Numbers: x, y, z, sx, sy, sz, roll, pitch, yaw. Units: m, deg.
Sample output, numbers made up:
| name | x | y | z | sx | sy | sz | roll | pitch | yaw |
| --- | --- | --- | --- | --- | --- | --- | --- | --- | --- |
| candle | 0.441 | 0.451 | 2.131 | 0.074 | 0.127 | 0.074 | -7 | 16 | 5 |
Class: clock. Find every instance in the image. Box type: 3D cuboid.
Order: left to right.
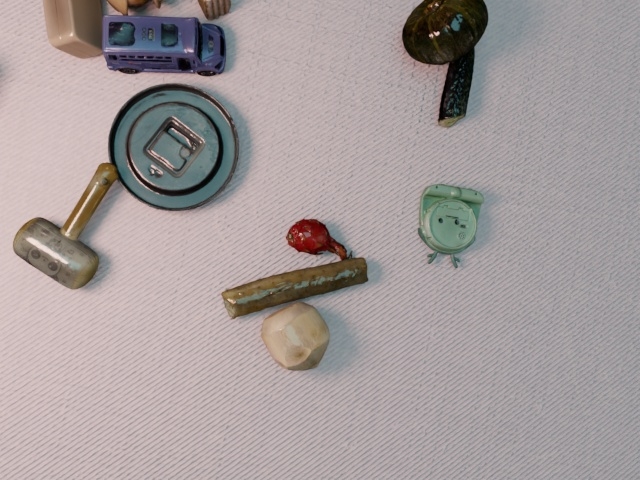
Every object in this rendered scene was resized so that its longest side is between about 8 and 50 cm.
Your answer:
| name | x | y | z | sx | sy | sz | roll | pitch | yaw |
| --- | --- | --- | --- | --- | --- | --- | --- | --- | --- |
| clock | -0.362 | -0.227 | 1.682 | 0.318 | 0.066 | 0.319 | 1 | 86 | -8 |
| clock | 0.335 | -0.036 | 1.758 | 0.159 | 0.066 | 0.211 | 7 | 86 | -6 |

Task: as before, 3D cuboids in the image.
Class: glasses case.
| name | x | y | z | sx | sy | sz | roll | pitch | yaw |
| --- | --- | --- | --- | --- | --- | --- | --- | --- | --- |
| glasses case | -0.605 | -0.621 | 1.633 | 0.076 | 0.144 | 0.337 | -9 | 86 | 16 |

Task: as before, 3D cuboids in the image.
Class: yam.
| name | x | y | z | sx | sy | sz | roll | pitch | yaw |
| --- | --- | --- | --- | --- | --- | --- | --- | --- | --- |
| yam | -0.060 | 0.112 | 1.693 | 0.371 | 0.083 | 0.083 | -15 | 88 | -8 |

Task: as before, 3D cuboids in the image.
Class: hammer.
| name | x | y | z | sx | sy | sz | roll | pitch | yaw |
| --- | --- | --- | --- | --- | --- | --- | --- | --- | --- |
| hammer | -0.573 | -0.050 | 1.610 | 0.202 | 0.113 | 0.305 | 34 | 90 | -7 |

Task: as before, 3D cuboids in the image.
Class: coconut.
| name | x | y | z | sx | sy | sz | roll | pitch | yaw |
| --- | --- | --- | --- | --- | --- | --- | --- | --- | --- |
| coconut | -0.057 | 0.239 | 1.644 | 0.161 | 0.161 | 0.162 | -26 | 91 | -8 |

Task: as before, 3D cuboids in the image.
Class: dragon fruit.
| name | x | y | z | sx | sy | sz | roll | pitch | yaw |
| --- | --- | --- | --- | --- | --- | --- | --- | --- | --- |
| dragon fruit | 0.000 | 0.000 | 1.714 | 0.190 | 0.094 | 0.094 | 19 | 84 | -27 |

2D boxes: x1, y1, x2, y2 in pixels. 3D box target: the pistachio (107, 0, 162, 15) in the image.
| name | x | y | z | sx | sy | sz | roll | pitch | yaw |
| --- | --- | --- | --- | --- | --- | --- | --- | --- | --- |
| pistachio | -0.469 | -0.706 | 1.609 | 0.229 | 0.238 | 0.321 | -16 | 115 | -6 |

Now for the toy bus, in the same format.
| name | x | y | z | sx | sy | sz | roll | pitch | yaw |
| --- | --- | --- | --- | --- | --- | --- | --- | --- | --- |
| toy bus | -0.380 | -0.483 | 1.662 | 0.292 | 0.133 | 0.126 | 0 | 86 | -7 |

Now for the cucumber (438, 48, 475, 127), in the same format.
| name | x | y | z | sx | sy | sz | roll | pitch | yaw |
| --- | --- | --- | --- | --- | --- | --- | --- | --- | --- |
| cucumber | 0.362 | -0.419 | 1.782 | 0.074 | 0.074 | 0.241 | 12 | 84 | -6 |

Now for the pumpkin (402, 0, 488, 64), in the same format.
| name | x | y | z | sx | sy | sz | roll | pitch | yaw |
| --- | --- | --- | --- | --- | --- | --- | --- | --- | --- |
| pumpkin | 0.317 | -0.539 | 1.717 | 0.223 | 0.223 | 0.157 | -44 | 124 | -8 |

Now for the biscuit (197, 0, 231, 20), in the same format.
| name | x | y | z | sx | sy | sz | roll | pitch | yaw |
| --- | --- | --- | --- | --- | --- | --- | --- | --- | --- |
| biscuit | -0.337 | -0.771 | 1.683 | 0.078 | 0.144 | 0.426 | -24 | 89 | -7 |
